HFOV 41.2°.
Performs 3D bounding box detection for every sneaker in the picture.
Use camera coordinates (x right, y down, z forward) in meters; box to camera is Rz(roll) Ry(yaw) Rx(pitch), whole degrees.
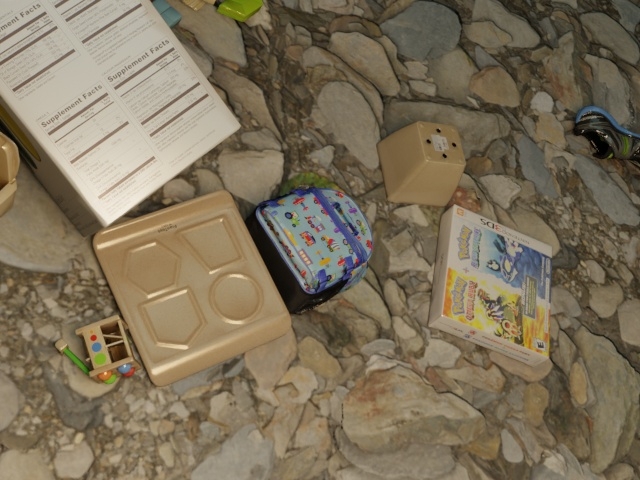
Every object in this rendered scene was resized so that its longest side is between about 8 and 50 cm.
[{"bbox_3d":[0.542,-0.172,1.568,0.188,0.067,0.078,31,75,-10],"label":"sneaker"}]

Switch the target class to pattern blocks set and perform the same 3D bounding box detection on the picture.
[{"bbox_3d":[-0.211,-0.456,1.359,0.285,0.026,0.325,49,53,5],"label":"pattern blocks set"}]

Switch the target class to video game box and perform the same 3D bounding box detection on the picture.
[{"bbox_3d":[0.262,0.066,1.292,0.187,0.048,0.205,20,55,-13],"label":"video game box"}]

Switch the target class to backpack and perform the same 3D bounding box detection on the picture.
[{"bbox_3d":[0.000,0.000,1.152,0.173,0.117,0.158,-22,74,-35],"label":"backpack"}]

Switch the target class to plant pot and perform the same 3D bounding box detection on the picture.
[{"bbox_3d":[0.164,-0.125,1.318,0.109,0.096,0.109,5,61,-26],"label":"plant pot"}]

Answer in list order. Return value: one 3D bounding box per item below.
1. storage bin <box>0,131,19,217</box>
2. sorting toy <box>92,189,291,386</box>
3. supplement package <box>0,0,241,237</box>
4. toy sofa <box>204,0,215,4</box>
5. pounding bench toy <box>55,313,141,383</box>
[{"bbox_3d":[-0.512,-0.062,0.921,0.260,0.123,0.262,36,52,-4],"label":"storage bin"},{"bbox_3d":[-0.161,0.057,1.075,0.193,0.038,0.208,-21,78,-23],"label":"sorting toy"},{"bbox_3d":[-0.269,-0.169,0.992,0.198,0.199,0.263,-40,102,-19],"label":"supplement package"},{"bbox_3d":[-0.158,-0.459,1.143,0.150,0.362,0.177,21,67,-15],"label":"toy sofa"},{"bbox_3d":[-0.258,0.135,0.982,0.083,0.052,0.065,-20,73,-7],"label":"pounding bench toy"}]
